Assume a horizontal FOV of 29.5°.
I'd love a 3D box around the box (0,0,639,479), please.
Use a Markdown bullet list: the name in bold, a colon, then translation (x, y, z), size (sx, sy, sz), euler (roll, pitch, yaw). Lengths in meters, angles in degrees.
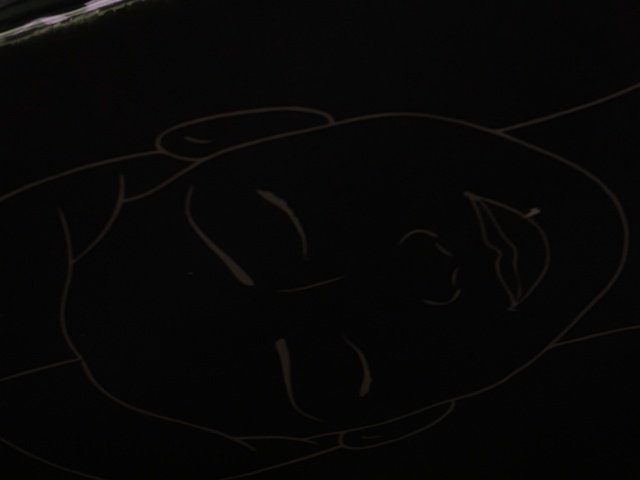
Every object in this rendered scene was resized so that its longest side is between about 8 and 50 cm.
- **box**: translation (0.000, 0.000, 0.627), size (0.472, 0.297, 0.480), euler (-16, -50, 11)
